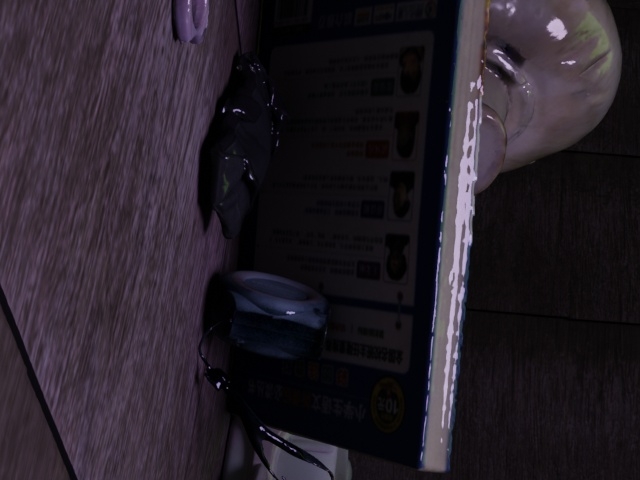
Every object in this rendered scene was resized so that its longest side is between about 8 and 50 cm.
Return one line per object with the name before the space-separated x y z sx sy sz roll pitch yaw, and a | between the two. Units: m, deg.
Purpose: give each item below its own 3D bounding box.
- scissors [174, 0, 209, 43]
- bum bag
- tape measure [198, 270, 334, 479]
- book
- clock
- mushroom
scissors | -0.083 -0.210 0.914 0.189 0.015 0.100 86 8 -50
bum bag | -0.057 -0.075 1.160 0.198 0.049 0.087 -77 166 -57
tape measure | -0.042 0.116 1.191 0.107 0.104 0.180 -91 180 -79
book | 0.023 -0.043 1.224 0.300 0.039 0.428 7 -88 56
clock | -0.033 0.264 1.448 0.324 0.108 0.265 -52 148 -81
mushroom | 0.170 -0.211 1.609 0.356 0.315 0.315 18 77 -80
